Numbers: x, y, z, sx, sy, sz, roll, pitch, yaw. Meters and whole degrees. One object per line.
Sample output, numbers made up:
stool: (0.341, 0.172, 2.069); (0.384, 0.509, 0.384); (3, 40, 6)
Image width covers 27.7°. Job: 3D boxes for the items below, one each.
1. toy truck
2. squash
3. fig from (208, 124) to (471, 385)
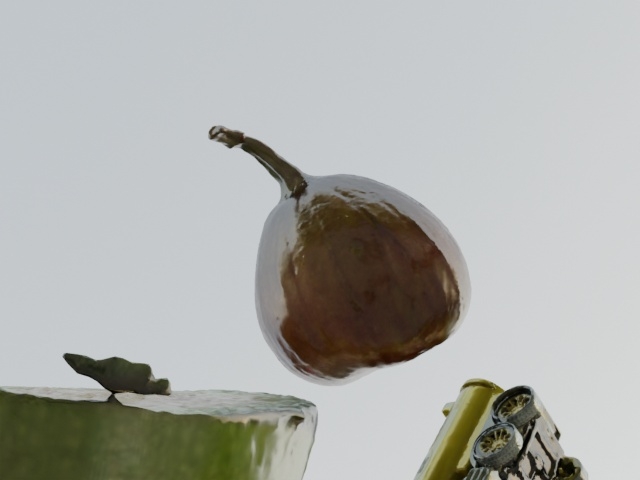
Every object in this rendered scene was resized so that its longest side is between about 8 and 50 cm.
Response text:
toy truck: (0.112, 0.201, 0.956); (0.114, 0.227, 0.098); (-16, -63, 40)
squash: (-0.088, 0.092, 0.381); (0.170, 0.170, 0.123); (6, -104, 1)
fig: (0.018, 0.019, 0.938); (0.148, 0.149, 0.202); (-14, -132, -20)
